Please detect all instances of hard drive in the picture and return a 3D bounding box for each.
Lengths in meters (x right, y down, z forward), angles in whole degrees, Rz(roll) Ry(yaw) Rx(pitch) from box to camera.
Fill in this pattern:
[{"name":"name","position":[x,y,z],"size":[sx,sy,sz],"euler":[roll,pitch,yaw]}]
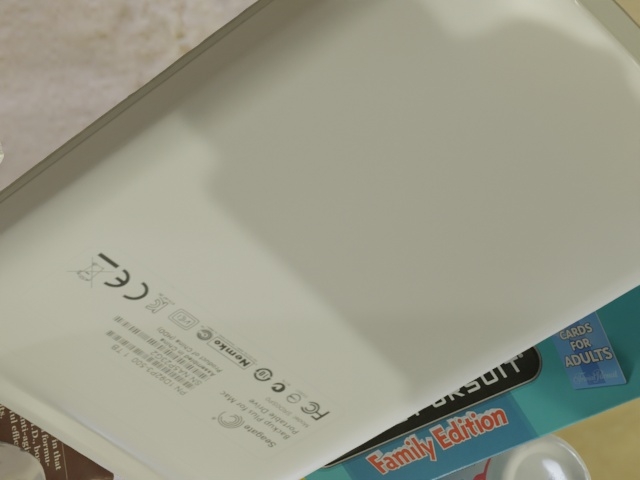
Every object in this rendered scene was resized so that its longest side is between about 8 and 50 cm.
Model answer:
[{"name":"hard drive","position":[0.000,0.000,0.730],"size":[0.307,0.040,0.203],"euler":[-33,128,25]}]

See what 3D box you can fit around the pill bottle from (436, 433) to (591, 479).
[{"name":"pill bottle","position":[0.115,0.192,1.277],"size":[0.087,0.087,0.160],"euler":[10,158,-28]}]

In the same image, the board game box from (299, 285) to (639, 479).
[{"name":"board game box","position":[0.092,0.035,0.996],"size":[0.336,0.254,0.079],"euler":[-27,101,32]}]

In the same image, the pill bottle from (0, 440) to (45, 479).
[{"name":"pill bottle","position":[-0.180,0.210,0.817],"size":[0.121,0.121,0.221],"euler":[-4,98,-14]}]

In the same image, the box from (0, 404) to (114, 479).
[{"name":"box","position":[-0.272,0.102,1.177],"size":[0.168,0.167,0.203],"euler":[-6,-175,36]}]

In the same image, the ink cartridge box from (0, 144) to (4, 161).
[{"name":"ink cartridge box","position":[-0.354,-0.077,1.283],"size":[0.203,0.148,0.086],"euler":[3,124,-52]}]
